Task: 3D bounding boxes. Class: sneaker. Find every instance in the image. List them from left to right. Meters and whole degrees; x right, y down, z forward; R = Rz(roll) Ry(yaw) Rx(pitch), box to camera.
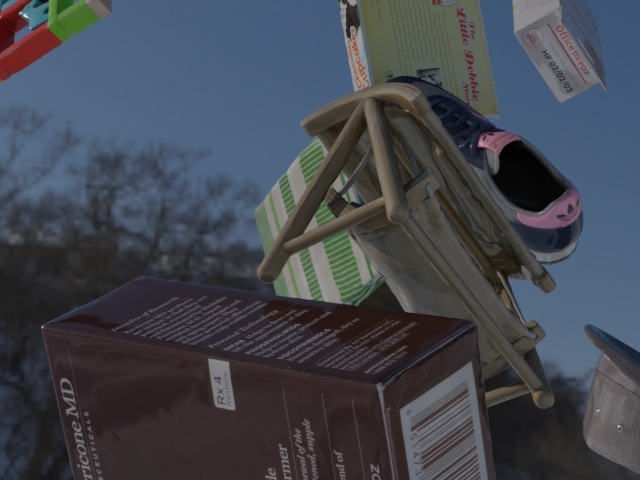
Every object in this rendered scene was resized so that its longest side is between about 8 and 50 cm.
[{"bbox_3d":[0.192,-0.113,1.741,0.319,0.112,0.131,40,-20,19],"label":"sneaker"}]

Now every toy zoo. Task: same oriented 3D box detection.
[{"bbox_3d":[-0.370,-0.260,1.719,0.293,0.192,0.030,-29,-49,18],"label":"toy zoo"}]

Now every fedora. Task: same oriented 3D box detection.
[{"bbox_3d":[0.401,0.224,1.755,0.243,0.124,0.275,29,6,-35],"label":"fedora"}]

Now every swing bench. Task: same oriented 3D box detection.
[{"bbox_3d":[0.095,0.012,1.362,0.165,0.255,0.253,-24,-60,28],"label":"swing bench"}]

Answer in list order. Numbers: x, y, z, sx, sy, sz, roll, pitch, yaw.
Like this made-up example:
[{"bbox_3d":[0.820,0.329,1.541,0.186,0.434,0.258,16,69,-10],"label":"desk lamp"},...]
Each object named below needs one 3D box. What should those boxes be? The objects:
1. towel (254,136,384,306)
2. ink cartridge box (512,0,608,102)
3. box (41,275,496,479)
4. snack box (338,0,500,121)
[{"bbox_3d":[0.000,0.000,2.063,0.038,0.248,0.325,-8,-20,-26],"label":"towel"},{"bbox_3d":[0.262,-0.228,1.607,0.061,0.181,0.104,-28,-63,22],"label":"ink cartridge box"},{"bbox_3d":[-0.049,0.153,1.223,0.381,0.191,0.143,5,22,41],"label":"box"},{"bbox_3d":[0.121,-0.304,1.936,0.187,0.322,0.060,-9,-3,-24],"label":"snack box"}]
